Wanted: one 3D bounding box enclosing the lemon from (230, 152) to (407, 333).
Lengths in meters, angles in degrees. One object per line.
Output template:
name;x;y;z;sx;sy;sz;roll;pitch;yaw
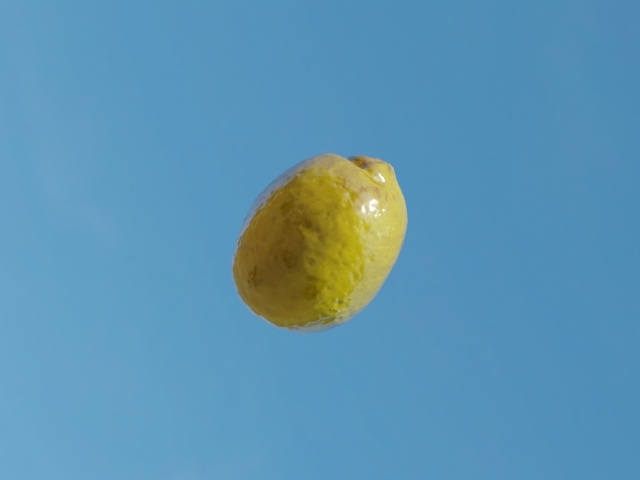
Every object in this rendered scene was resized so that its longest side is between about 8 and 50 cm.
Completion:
lemon;0.000;0.000;1.955;0.170;0.170;0.207;42;-72;23
